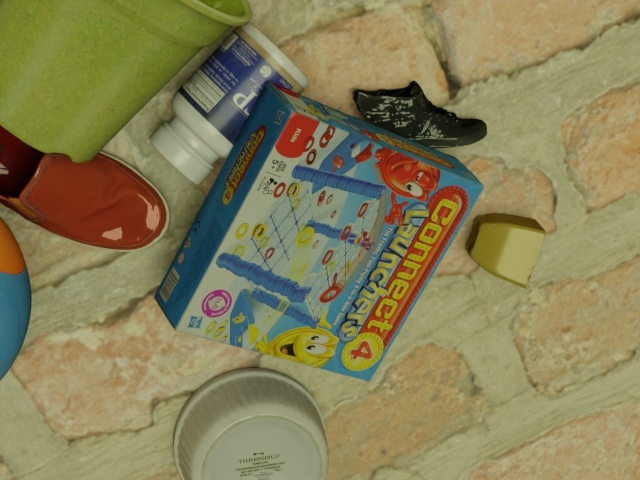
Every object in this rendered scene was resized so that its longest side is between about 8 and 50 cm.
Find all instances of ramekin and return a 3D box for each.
[{"bbox_3d":[-0.085,0.281,1.792,0.207,0.109,0.207,-4,107,-13],"label":"ramekin"}]

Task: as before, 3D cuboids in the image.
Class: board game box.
[{"bbox_3d":[0.000,0.000,1.682,0.302,0.086,0.308,18,109,-33],"label":"board game box"}]

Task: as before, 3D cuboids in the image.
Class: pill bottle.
[{"bbox_3d":[-0.114,-0.163,1.651,0.112,0.112,0.186,42,94,-21],"label":"pill bottle"}]

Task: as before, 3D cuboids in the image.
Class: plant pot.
[{"bbox_3d":[-0.261,-0.237,1.536,0.276,0.276,0.254,33,108,-20],"label":"plant pot"},{"bbox_3d":[0.240,0.006,1.807,0.083,0.081,0.081,17,102,-5],"label":"plant pot"}]

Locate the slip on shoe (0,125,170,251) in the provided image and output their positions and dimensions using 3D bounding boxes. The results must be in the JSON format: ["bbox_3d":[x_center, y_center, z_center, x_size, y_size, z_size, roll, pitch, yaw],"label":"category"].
[{"bbox_3d":[-0.331,-0.073,1.633,0.331,0.101,0.123,28,96,-21],"label":"slip on shoe"}]

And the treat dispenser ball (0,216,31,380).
[{"bbox_3d":[-0.472,0.066,1.539,0.288,0.288,0.288,-4,107,-12],"label":"treat dispenser ball"}]

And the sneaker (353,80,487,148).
[{"bbox_3d":[0.129,-0.162,1.742,0.170,0.051,0.089,-9,113,-7],"label":"sneaker"}]
